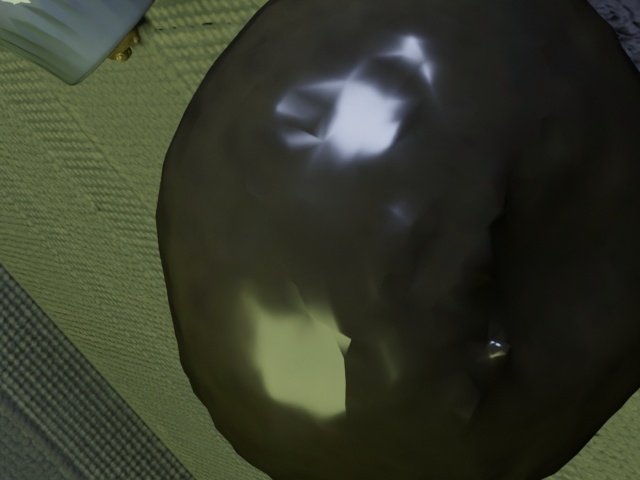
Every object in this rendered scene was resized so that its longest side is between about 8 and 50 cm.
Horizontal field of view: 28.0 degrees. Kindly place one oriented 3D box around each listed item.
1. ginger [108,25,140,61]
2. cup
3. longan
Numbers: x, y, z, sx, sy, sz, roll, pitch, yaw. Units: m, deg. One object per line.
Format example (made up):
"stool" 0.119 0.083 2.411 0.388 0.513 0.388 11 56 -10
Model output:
"ginger" -0.308 -0.309 1.703 0.205 0.081 0.115 49 -173 -37
"cup" -0.363 -0.368 1.454 0.371 0.253 0.253 40 158 -18
"longan" 0.071 0.004 0.981 0.404 0.404 0.436 28 135 28
